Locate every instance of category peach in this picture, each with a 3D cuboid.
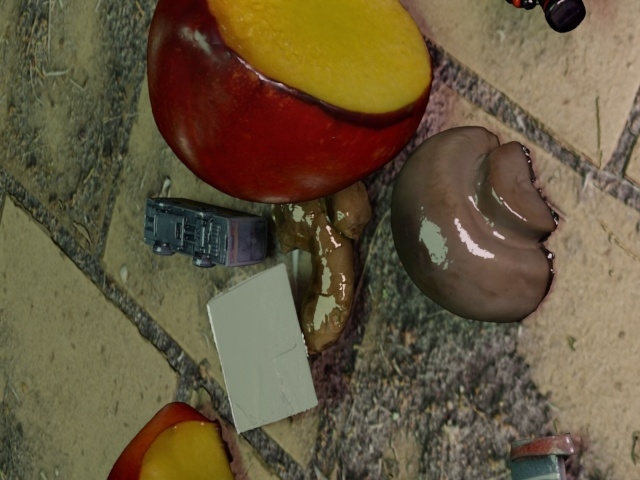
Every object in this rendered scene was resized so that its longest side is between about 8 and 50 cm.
[{"bbox_3d":[-0.048,-0.156,1.693,0.245,0.274,0.248,-57,42,17],"label":"peach"},{"bbox_3d":[-0.171,0.313,1.996,0.159,0.154,0.267,-45,58,46],"label":"peach"}]

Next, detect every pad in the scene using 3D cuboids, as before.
[{"bbox_3d":[-0.065,0.117,1.920,0.232,0.004,0.156,-29,73,62],"label":"pad"}]

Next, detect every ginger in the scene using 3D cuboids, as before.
[{"bbox_3d":[-0.006,0.005,1.841,0.133,0.059,0.214,17,108,43],"label":"ginger"}]

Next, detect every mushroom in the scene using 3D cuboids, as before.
[{"bbox_3d":[0.127,-0.010,1.630,0.188,0.117,0.141,65,149,19],"label":"mushroom"}]

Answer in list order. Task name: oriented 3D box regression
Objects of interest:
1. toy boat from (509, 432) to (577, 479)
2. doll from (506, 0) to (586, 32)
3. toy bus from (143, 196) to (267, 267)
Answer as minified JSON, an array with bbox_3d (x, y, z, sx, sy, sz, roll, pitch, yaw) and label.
[{"bbox_3d":[0.203,0.235,1.597,0.096,0.034,0.122,-19,79,57],"label":"toy boat"},{"bbox_3d":[0.170,-0.289,1.564,0.249,0.127,0.088,59,169,35],"label":"doll"},{"bbox_3d":[-0.130,-0.009,1.984,0.190,0.075,0.064,13,101,53],"label":"toy bus"}]
